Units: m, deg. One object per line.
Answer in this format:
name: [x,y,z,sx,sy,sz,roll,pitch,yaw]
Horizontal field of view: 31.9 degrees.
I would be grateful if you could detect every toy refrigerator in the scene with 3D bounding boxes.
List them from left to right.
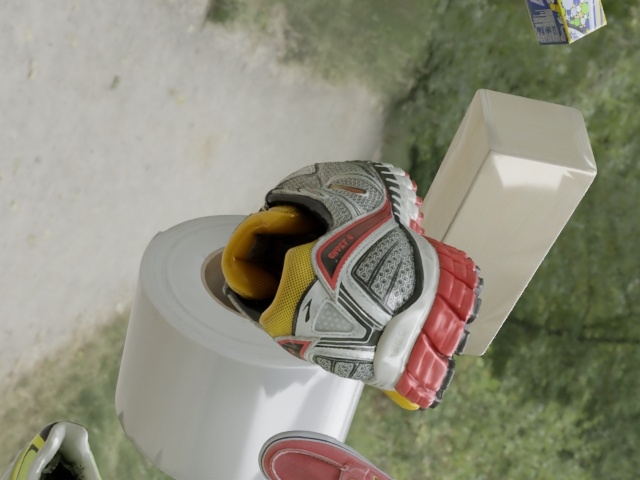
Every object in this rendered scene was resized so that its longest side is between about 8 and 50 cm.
toy refrigerator: [0.152,-0.011,1.065,0.269,0.102,0.094,111,-17,-45]

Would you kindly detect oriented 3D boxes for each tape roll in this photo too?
tape roll: [-0.072,0.108,1.114,0.246,0.246,0.169,-62,171,-58]

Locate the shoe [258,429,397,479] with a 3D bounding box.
shoe: [0.030,0.219,0.933,0.063,0.178,0.081,-62,-175,5]

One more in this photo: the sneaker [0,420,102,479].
sneaker: [-0.258,0.341,1.116,0.384,0.145,0.147,55,-51,45]

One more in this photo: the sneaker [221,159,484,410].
sneaker: [0.000,0.000,0.533,0.225,0.093,0.088,-133,-116,-72]

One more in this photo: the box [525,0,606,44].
box: [0.243,-0.295,1.180,0.059,0.169,0.054,-30,-159,-24]
